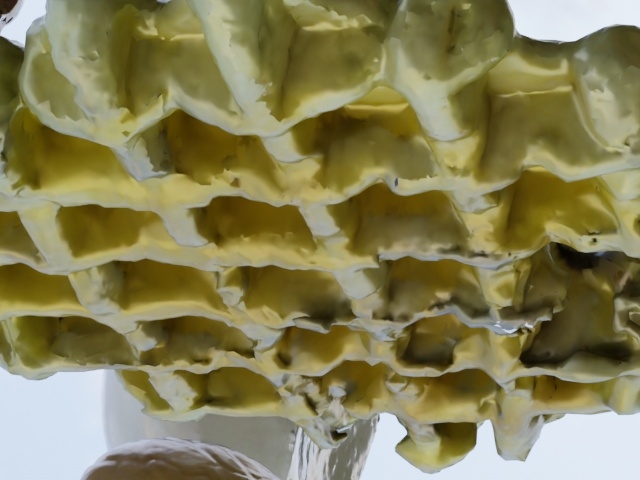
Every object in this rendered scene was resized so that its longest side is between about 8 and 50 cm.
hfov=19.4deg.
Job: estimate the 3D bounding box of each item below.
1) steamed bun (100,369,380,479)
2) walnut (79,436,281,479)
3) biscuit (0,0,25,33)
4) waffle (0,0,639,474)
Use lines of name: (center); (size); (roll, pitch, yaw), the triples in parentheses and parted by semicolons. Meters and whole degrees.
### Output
steamed bun: (-0.069, 0.109, 1.612); (0.206, 0.324, 0.324); (13, -154, 16)
walnut: (-0.073, 0.212, 1.031); (0.193, 0.193, 0.225); (22, -161, -42)
biscuit: (-0.315, -0.072, 1.269); (0.107, 0.325, 0.325); (30, -145, -15)
waffle: (0.001, -0.002, 0.525); (0.250, 0.261, 0.056); (21, -117, -27)
